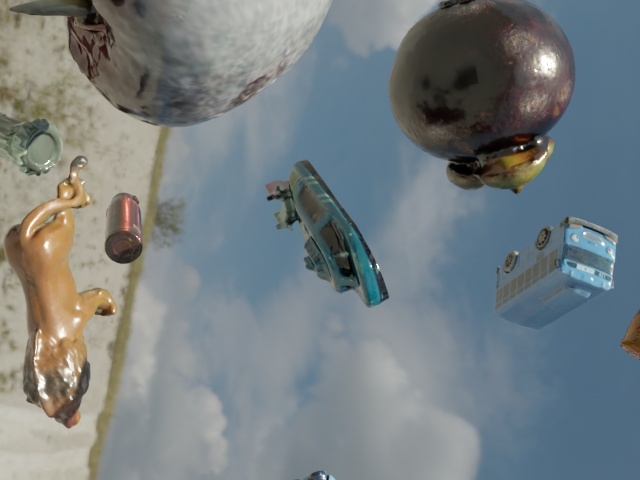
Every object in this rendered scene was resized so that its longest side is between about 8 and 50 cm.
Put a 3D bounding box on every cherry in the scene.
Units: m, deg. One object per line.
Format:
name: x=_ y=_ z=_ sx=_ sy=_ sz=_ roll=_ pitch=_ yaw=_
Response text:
cherry: x=-0.113 y=-0.225 z=0.678 sx=0.218 sy=0.296 sz=0.255 roll=44 pitch=-31 yaw=22

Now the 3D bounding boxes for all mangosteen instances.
mangosteen: x=0.272 y=-0.229 z=1.308 sx=0.307 sy=0.307 sz=0.347 roll=13 pitch=-59 yaw=62

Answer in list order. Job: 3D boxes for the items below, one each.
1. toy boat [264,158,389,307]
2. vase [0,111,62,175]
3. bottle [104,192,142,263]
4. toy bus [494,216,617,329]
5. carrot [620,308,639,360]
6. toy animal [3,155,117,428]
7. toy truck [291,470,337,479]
toy boat: x=0.000 y=0.000 z=1.141 sx=0.299 sy=0.092 sz=0.134 roll=-122 pitch=-169 yaw=-55
vase: x=-0.351 y=-0.116 z=0.880 sx=0.149 sy=0.081 sz=0.081 roll=19 pitch=-84 yaw=33
bottle: x=-0.309 y=-0.025 z=1.245 sx=0.164 sy=0.060 sz=0.060 roll=-114 pitch=-135 yaw=-60
toy bus: x=0.417 y=0.065 z=1.427 sx=0.234 sy=0.116 sz=0.133 roll=129 pitch=-21 yaw=-58
carrot: x=0.338 y=0.052 z=0.752 sx=0.139 sy=0.048 sz=0.048 roll=-54 pitch=-155 yaw=-13
toy animal: x=-0.316 y=0.067 z=0.947 sx=0.157 sy=0.097 sz=0.312 roll=-77 pitch=162 yaw=-75
toy truck: x=0.003 y=0.319 z=0.966 sx=0.073 sy=0.090 sz=0.056 roll=-26 pitch=-125 yaw=17
